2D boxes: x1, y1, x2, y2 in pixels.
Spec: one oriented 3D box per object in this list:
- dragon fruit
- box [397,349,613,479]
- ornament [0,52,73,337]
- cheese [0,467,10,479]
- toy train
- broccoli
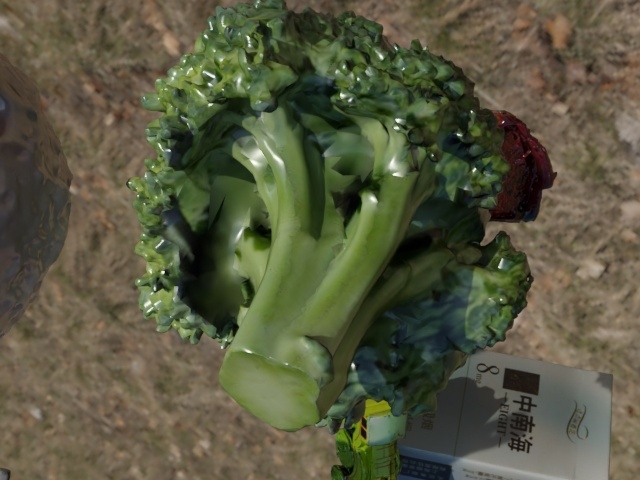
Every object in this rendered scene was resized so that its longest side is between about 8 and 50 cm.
[{"bbox_3d":[0.207,-0.102,1.314,0.121,0.161,0.127,-5,-143,-35],"label":"dragon fruit"},{"bbox_3d":[0.182,0.194,1.135,0.243,0.155,0.067,11,137,8],"label":"box"},{"bbox_3d":[-0.301,-0.034,0.696,0.259,0.259,0.225,29,178,39],"label":"ornament"},{"bbox_3d":[-0.230,0.189,0.683,0.037,0.097,0.192,17,143,-24],"label":"cheese"},{"bbox_3d":[0.044,0.252,1.043,0.085,0.053,0.249,-135,40,-54],"label":"toy train"},{"bbox_3d":[-0.001,-0.004,0.714,0.288,0.259,0.235,34,164,-9],"label":"broccoli"}]
